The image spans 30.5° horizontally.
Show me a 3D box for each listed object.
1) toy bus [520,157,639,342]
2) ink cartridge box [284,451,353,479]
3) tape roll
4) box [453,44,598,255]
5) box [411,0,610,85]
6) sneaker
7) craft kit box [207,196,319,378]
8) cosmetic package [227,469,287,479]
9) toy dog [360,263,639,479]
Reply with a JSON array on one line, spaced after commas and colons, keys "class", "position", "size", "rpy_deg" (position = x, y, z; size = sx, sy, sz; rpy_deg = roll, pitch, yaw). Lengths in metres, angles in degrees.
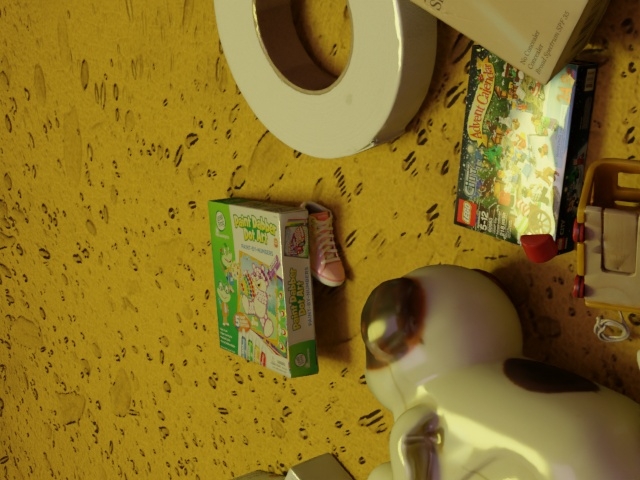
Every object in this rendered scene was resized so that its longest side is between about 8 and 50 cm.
[{"class": "toy bus", "position": [0.342, 0.000, 1.319], "size": [0.191, 0.104, 0.202], "rpy_deg": [36, 142, -18]}, {"class": "ink cartridge box", "position": [-0.005, 0.465, 1.811], "size": [0.160, 0.092, 0.219], "rpy_deg": [45, 128, 31]}, {"class": "tape roll", "position": [-0.003, -0.304, 1.599], "size": [0.392, 0.072, 0.392], "rpy_deg": [26, 127, 40]}, {"class": "box", "position": [0.247, -0.113, 1.439], "size": [0.159, 0.044, 0.233], "rpy_deg": [20, 113, 42]}, {"class": "box", "position": [0.176, -0.330, 1.325], "size": [0.311, 0.121, 0.148], "rpy_deg": [34, 139, 15]}, {"class": "sneaker", "position": [0.000, 0.000, 1.725], "size": [0.134, 0.051, 0.070], "rpy_deg": [57, 139, 26]}, {"class": "craft kit box", "position": [-0.090, 0.065, 1.796], "size": [0.250, 0.060, 0.247], "rpy_deg": [11, 104, 59]}, {"class": "cosmetic package", "position": [-0.155, 0.425, 1.853], "size": [0.098, 0.239, 0.061], "rpy_deg": [3, 100, 46]}, {"class": "toy dog", "position": [0.198, 0.209, 1.395], "size": [0.408, 0.284, 0.395], "rpy_deg": [52, 138, 31]}]
